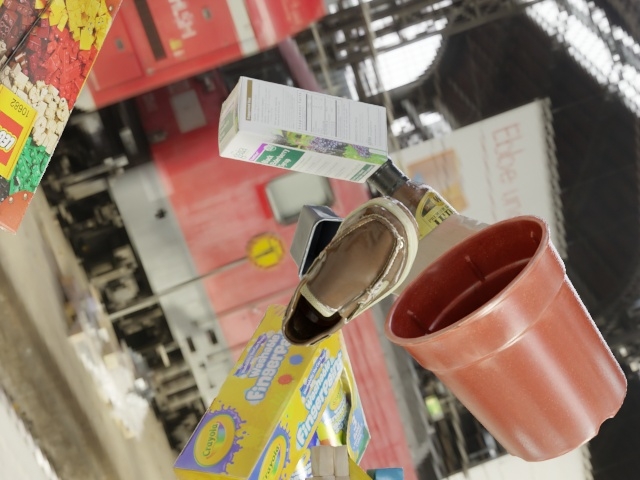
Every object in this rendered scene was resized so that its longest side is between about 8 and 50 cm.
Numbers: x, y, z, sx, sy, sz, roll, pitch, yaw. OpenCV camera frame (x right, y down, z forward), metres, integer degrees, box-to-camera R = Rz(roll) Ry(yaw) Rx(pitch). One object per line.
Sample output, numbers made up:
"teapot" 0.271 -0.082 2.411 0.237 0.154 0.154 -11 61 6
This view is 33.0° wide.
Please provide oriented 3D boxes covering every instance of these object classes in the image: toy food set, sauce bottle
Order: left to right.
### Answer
"sauce bottle" 0.228 -0.040 2.257 0.344 0.111 0.111 45 -9 10
"toy food set" 0.246 0.068 1.989 0.092 0.220 0.306 58 -15 -23

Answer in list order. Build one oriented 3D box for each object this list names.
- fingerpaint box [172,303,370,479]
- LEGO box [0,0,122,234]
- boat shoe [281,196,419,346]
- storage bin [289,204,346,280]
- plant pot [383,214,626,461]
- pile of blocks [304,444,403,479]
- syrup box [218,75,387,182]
"fingerpaint box" -0.071 0.407 2.093 0.444 0.163 0.371 -59 144 -46
"LEGO box" -0.554 -0.265 1.370 0.372 0.500 0.193 -68 157 -11
"boat shoe" 0.026 0.051 1.227 0.095 0.095 0.257 43 -38 9
"storage bin" 0.000 0.000 1.987 0.091 0.098 0.135 52 -49 51
"plant pot" 0.277 0.150 1.521 0.265 0.272 0.272 52 0 -14
"pile of blocks" 0.114 0.416 1.524 0.362 0.149 0.112 51 -21 -1
"syrup box" -0.026 -0.162 1.611 0.093 0.237 0.096 138 -44 -59
